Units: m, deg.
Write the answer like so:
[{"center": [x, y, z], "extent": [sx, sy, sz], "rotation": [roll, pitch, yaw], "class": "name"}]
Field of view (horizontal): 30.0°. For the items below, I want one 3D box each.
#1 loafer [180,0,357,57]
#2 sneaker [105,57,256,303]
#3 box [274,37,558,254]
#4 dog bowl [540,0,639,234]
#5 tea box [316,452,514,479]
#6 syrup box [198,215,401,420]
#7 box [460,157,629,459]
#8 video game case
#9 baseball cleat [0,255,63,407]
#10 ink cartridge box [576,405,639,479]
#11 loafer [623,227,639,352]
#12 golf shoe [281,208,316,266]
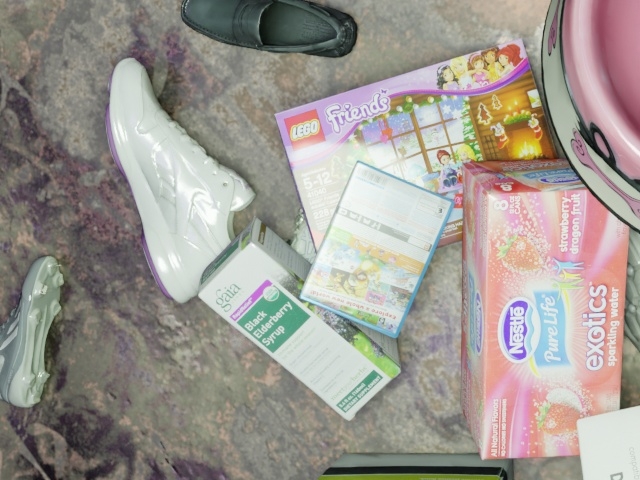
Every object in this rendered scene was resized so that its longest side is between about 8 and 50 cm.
[{"center": [-0.067, -0.264, 1.423], "extent": [0.223, 0.078, 0.076], "rotation": [13, 98, 15], "class": "loafer"}, {"center": [-0.167, -0.084, 1.469], "extent": [0.152, 0.114, 0.305], "rotation": [-18, 94, 3], "class": "sneaker"}, {"center": [0.115, -0.090, 1.361], "extent": [0.293, 0.057, 0.200], "rotation": [-17, 90, 2], "class": "box"}, {"center": [0.398, -0.184, 1.069], "extent": [0.408, 0.150, 0.407], "rotation": [-1, 84, 15], "class": "dog bowl"}, {"center": [0.097, 0.429, 1.314], "extent": [0.220, 0.323, 0.328], "rotation": [-3, 95, 16], "class": "tea box"}, {"center": [-0.023, 0.090, 1.397], "extent": [0.237, 0.096, 0.093], "rotation": [41, 106, -14], "class": "syrup box"}, {"center": [0.234, 0.070, 1.287], "extent": [0.154, 0.142, 0.299], "rotation": [-1, 107, -3], "class": "box"}, {"center": [0.062, 0.010, 1.326], "extent": [0.119, 0.015, 0.166], "rotation": [23, 92, -4], "class": "video game case"}, {"center": [-0.399, 0.114, 1.560], "extent": [0.110, 0.072, 0.205], "rotation": [12, 95, 21], "class": "baseball cleat"}, {"center": [0.350, 0.303, 1.198], "extent": [0.119, 0.207, 0.353], "rotation": [-17, 132, 18], "class": "ink cartridge box"}, {"center": [0.405, 0.094, 1.317], "extent": [0.111, 0.112, 0.319], "rotation": [-24, 87, -19], "class": "loafer"}, {"center": [0.000, 0.000, 1.446], "extent": [0.086, 0.069, 0.176], "rotation": [34, 110, -7], "class": "golf shoe"}]
